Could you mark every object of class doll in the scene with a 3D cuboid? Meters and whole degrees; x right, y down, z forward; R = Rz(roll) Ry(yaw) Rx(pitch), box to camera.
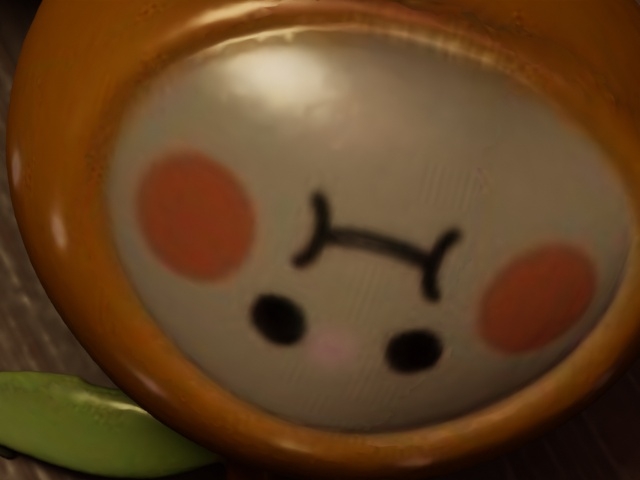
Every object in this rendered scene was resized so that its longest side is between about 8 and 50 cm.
[{"bbox_3d":[0.000,0.000,0.600,0.213,0.213,0.236,21,117,0],"label":"doll"}]
